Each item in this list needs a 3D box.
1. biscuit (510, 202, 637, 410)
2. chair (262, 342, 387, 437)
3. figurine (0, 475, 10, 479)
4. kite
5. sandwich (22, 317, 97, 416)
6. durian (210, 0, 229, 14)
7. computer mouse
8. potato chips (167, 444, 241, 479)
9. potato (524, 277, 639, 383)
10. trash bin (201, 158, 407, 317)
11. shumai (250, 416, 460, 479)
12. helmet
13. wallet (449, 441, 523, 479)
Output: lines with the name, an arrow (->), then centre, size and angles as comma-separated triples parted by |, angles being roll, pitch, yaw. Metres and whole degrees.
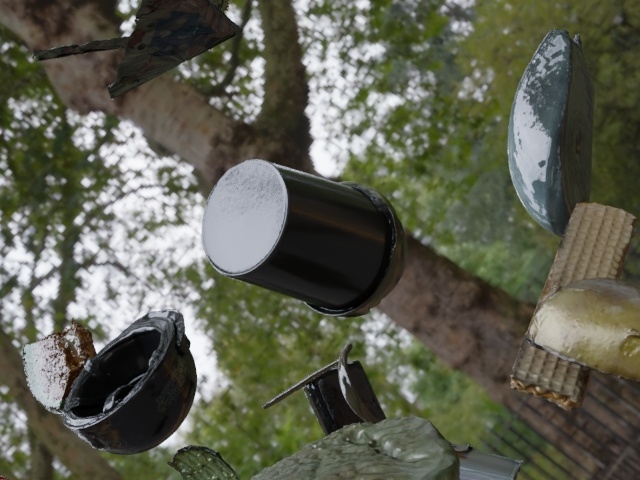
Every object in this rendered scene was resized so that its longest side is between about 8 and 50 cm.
biscuit -> 0.334, 0.074, 1.324 | 0.379, 0.094, 0.054 | -58, -23, -44
chair -> 0.046, 0.330, 2.006 | 0.166, 0.188, 0.272 | -9, -24, -41
figurine -> -0.385, 0.337, 1.133 | 0.181, 0.257, 0.208 | -63, -26, 5
kite -> -0.254, -0.290, 1.462 | 0.314, 0.011, 0.335 | -12, -19, -25
sandwich -> -0.478, 0.254, 1.906 | 0.079, 0.235, 0.159 | 6, -45, -43
durian -> -0.262, -0.504, 2.169 | 0.146, 0.102, 0.208 | -27, -64, -13
computer mouse -> 0.383, -0.183, 1.707 | 0.188, 0.122, 0.371 | 40, -124, -54
potato chips -> -0.164, 0.421, 1.691 | 0.092, 0.207, 0.028 | -43, -6, 17
potato -> 0.373, 0.108, 1.158 | 0.138, 0.243, 0.098 | -138, 59, -66
trash bin -> 0.000, 0.000, 1.547 | 0.334, 0.214, 0.214 | 21, -73, -47
shumai -> 0.046, 0.298, 0.974 | 0.222, 0.204, 0.272 | -25, 12, -16
helmet -> -0.308, 0.263, 1.786 | 0.230, 0.160, 0.279 | -12, 31, 43
wallet -> 0.173, 0.333, 1.493 | 0.170, 0.231, 0.069 | 0, -80, -75
